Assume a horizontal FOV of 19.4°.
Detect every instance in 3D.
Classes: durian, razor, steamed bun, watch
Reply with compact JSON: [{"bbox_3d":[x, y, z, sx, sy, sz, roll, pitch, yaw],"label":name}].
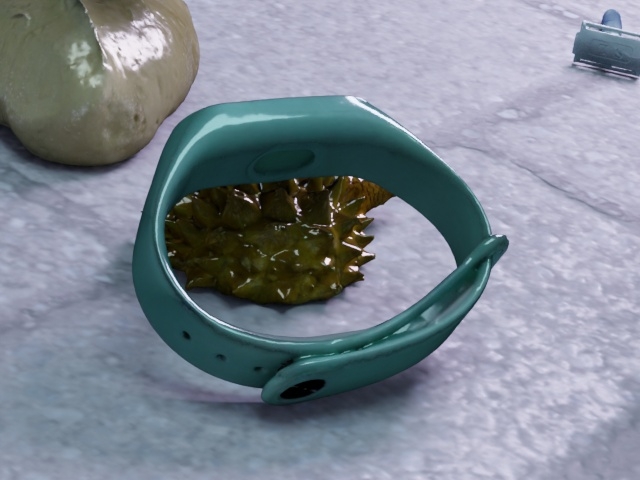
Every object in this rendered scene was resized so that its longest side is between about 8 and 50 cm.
[{"bbox_3d":[-0.012,-0.029,1.279,0.140,0.078,0.224,31,35,31],"label":"durian"},{"bbox_3d":[0.270,-0.192,1.745,0.068,0.040,0.135,14,21,4],"label":"razor"},{"bbox_3d":[-0.179,-0.145,1.405,0.231,0.110,0.212,-5,32,-23],"label":"steamed bun"},{"bbox_3d":[0.000,0.000,1.161,0.237,0.068,0.195,-6,60,-27],"label":"watch"}]
